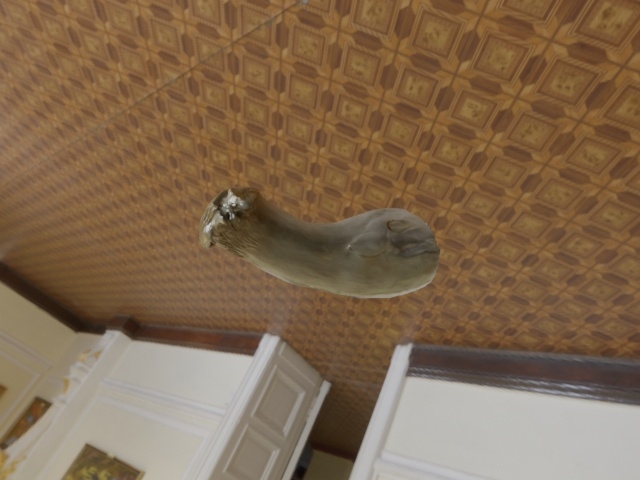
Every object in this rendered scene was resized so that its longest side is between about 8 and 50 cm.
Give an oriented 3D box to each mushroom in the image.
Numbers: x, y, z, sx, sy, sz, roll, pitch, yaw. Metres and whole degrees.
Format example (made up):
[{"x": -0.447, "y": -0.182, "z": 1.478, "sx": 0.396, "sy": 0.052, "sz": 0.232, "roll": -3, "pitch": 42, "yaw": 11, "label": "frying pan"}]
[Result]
[{"x": -0.002, "y": 0.004, "z": 0.448, "sx": 0.223, "sy": 0.092, "sz": 0.081, "roll": 8, "pitch": -174, "yaw": -11, "label": "mushroom"}]
